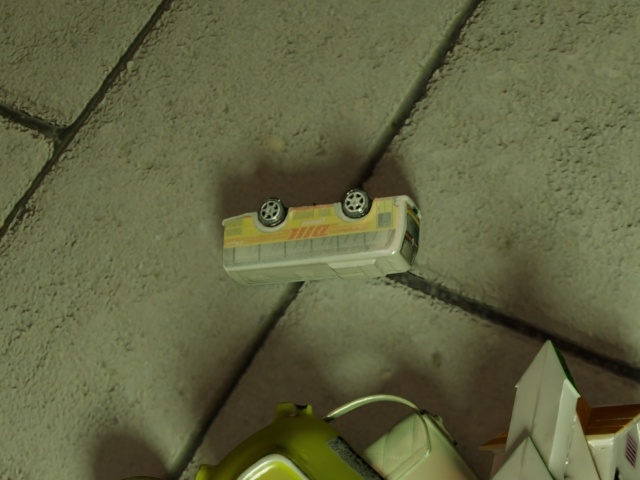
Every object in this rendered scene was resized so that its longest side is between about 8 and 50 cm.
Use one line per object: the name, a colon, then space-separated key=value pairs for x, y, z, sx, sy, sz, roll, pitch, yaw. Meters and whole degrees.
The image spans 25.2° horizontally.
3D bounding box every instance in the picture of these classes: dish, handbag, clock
dish: x=-0.030 y=0.312 z=1.608 sx=0.221 sy=0.108 sz=0.262 roll=-36 pitch=69 yaw=-2
handbag: x=0.053 y=0.302 z=1.689 sx=0.256 sy=0.079 sz=0.219 roll=-38 pitch=74 yaw=-4
clock: x=0.269 y=0.285 z=1.559 sx=0.166 sy=0.235 sz=0.309 roll=-11 pitch=46 yaw=35

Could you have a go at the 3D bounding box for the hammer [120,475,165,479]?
hammer: x=-0.121 y=0.357 z=1.756 sx=0.305 sy=0.113 sz=0.202 roll=-18 pitch=58 yaw=1

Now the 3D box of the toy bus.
toy bus: x=0.000 y=0.000 z=1.924 sx=0.268 sy=0.092 sz=0.106 roll=-6 pitch=67 yaw=19
